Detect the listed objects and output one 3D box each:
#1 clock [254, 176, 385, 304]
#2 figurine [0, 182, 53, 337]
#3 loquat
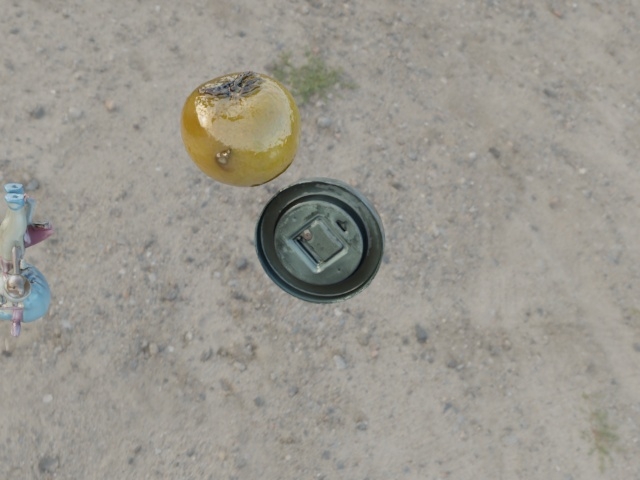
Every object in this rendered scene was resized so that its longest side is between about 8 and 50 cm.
[{"bbox_3d":[0.000,0.000,1.193,0.226,0.226,0.049,30,23,0],"label":"clock"},{"bbox_3d":[-0.492,0.039,1.153,0.103,0.260,0.205,-10,35,-37],"label":"figurine"},{"bbox_3d":[-0.090,-0.125,0.793,0.141,0.141,0.141,12,51,-16],"label":"loquat"}]
